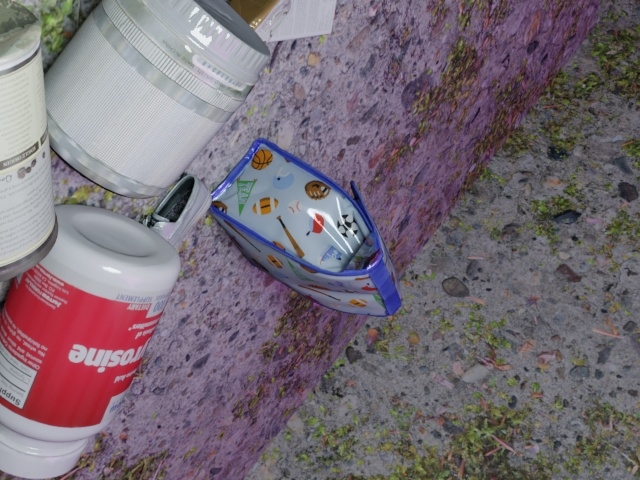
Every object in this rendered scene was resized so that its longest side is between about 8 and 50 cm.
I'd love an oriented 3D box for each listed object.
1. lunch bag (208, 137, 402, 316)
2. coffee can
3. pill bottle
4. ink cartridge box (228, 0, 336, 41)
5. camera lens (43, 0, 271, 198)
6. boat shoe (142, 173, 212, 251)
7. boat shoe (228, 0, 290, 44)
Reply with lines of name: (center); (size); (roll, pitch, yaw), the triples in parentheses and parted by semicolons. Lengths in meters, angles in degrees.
lunch bag: (0.000, 0.000, 1.480); (0.239, 0.385, 0.328); (-52, 155, -10)
coffee can: (-0.410, -0.113, 0.781); (0.201, 0.201, 0.275); (-33, 147, -43)
pill bottle: (-0.401, 0.166, 1.113); (0.229, 0.229, 0.408); (-3, 122, -62)
ink cartridge box: (-0.070, -0.451, 1.228); (0.232, 0.066, 0.189); (-15, 137, -27)
camera lens: (-0.228, -0.209, 0.926); (0.274, 0.219, 0.219); (-45, 160, 16)
boat shoe: (-0.291, -0.028, 1.283); (0.227, 0.079, 0.081); (-56, 150, -18)
boat shoe: (-0.141, -0.323, 1.153); (0.277, 0.098, 0.096); (-47, 158, -8)
